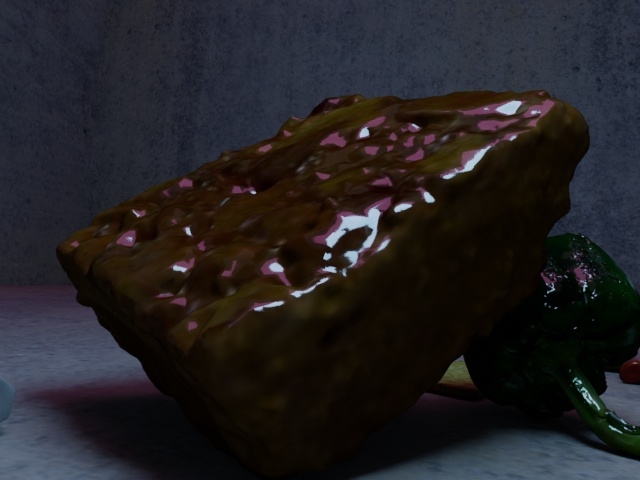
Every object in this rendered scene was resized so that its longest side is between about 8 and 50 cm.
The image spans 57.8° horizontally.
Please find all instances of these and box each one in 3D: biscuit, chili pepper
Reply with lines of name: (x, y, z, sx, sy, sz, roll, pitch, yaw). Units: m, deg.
biscuit: (0.200, 0.184, 0.785, 0.139, 0.016, 0.231, 0, -5, 40)
biscuit: (0.000, 0.000, 0.528, 0.395, 0.166, 0.342, -32, 26, -27)
chili pepper: (0.227, 0.094, 0.567, 0.165, 0.174, 0.261, 27, 26, -16)

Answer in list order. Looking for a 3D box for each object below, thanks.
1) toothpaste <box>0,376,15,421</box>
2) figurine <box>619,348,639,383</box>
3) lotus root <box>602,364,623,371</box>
toothpaste: (-0.316, 0.124, 0.474, 0.194, 0.043, 0.067, -6, -5, 35)
figurine: (0.496, 0.184, 0.876, 0.083, 0.067, 0.071, 19, 22, 17)
lotus root: (0.539, 0.167, 1.000, 0.241, 0.123, 0.124, -1, 12, 21)
